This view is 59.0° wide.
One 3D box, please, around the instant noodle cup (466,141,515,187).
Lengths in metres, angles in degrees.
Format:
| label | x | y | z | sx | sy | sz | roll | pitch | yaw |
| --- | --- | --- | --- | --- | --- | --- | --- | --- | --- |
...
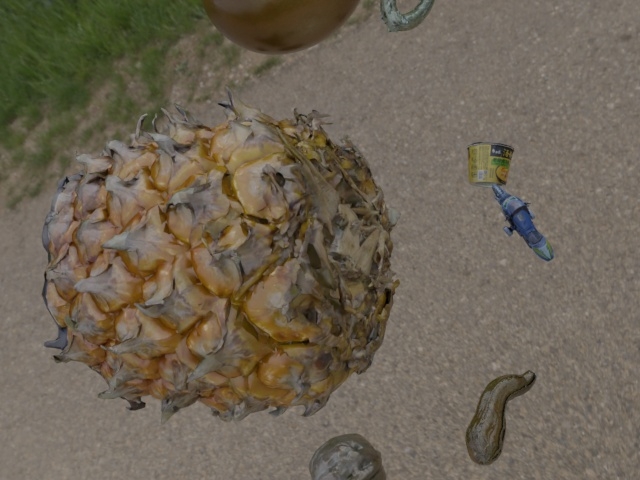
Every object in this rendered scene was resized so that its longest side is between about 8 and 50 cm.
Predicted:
| label | x | y | z | sx | sy | sz | roll | pitch | yaw |
| --- | --- | --- | --- | --- | --- | --- | --- | --- | --- |
| instant noodle cup | 0.525 | -0.232 | 1.770 | 0.151 | 0.151 | 0.122 | 8 | 88 | 33 |

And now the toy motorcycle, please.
| label | x | y | z | sx | sy | sz | roll | pitch | yaw |
| --- | --- | --- | --- | --- | --- | --- | --- | --- | --- |
| toy motorcycle | 0.570 | -0.052 | 1.600 | 0.092 | 0.135 | 0.254 | -36 | 96 | 8 |

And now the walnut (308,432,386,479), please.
| label | x | y | z | sx | sy | sz | roll | pitch | yaw |
| --- | --- | --- | --- | --- | --- | --- | --- | --- | --- |
| walnut | 0.080 | 0.662 | 1.610 | 0.224 | 0.224 | 0.224 | -14 | 58 | 23 |

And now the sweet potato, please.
| label | x | y | z | sx | sy | sz | roll | pitch | yaw |
| --- | --- | --- | --- | --- | --- | --- | --- | --- | --- |
| sweet potato | 0.349 | 0.338 | 1.121 | 0.081 | 0.062 | 0.233 | 38 | 61 | 5 |

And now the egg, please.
| label | x | y | z | sx | sy | sz | roll | pitch | yaw |
| --- | --- | --- | --- | --- | --- | --- | --- | --- | --- |
| egg | -0.076 | -0.525 | 1.137 | 0.351 | 0.282 | 0.283 | -12 | 59 | 19 |

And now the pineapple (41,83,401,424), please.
| label | x | y | z | sx | sy | sz | roll | pitch | yaw |
| --- | --- | --- | --- | --- | --- | --- | --- | --- | --- |
| pineapple | -0.086 | 0.014 | 0.596 | 0.300 | 0.352 | 0.353 | -12 | 58 | 29 |

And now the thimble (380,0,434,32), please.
| label | x | y | z | sx | sy | sz | roll | pitch | yaw |
| --- | --- | --- | --- | --- | --- | --- | --- | --- | --- |
| thimble | 0.136 | -0.381 | 0.887 | 0.084 | 0.062 | 0.110 | 29 | 99 | -1 |
